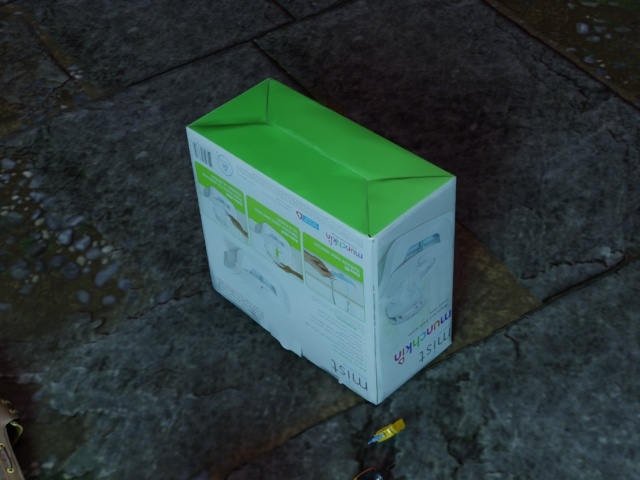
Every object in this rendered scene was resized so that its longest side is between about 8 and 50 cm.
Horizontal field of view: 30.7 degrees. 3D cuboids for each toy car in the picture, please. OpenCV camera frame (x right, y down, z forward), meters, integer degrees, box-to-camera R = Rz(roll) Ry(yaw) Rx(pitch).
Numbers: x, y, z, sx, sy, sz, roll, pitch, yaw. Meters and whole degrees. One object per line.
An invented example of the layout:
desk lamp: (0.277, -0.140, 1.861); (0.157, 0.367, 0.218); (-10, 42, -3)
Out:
toy car: (0.058, 0.225, 1.093); (0.040, 0.060, 0.122); (-36, 7, 33)

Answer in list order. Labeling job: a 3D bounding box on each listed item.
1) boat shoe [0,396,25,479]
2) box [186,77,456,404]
boat shoe: (-0.324, 0.188, 1.151); (0.060, 0.064, 0.178); (-11, 48, -13)
box: (0.000, 0.000, 1.190); (0.127, 0.231, 0.262); (-35, 49, -29)
